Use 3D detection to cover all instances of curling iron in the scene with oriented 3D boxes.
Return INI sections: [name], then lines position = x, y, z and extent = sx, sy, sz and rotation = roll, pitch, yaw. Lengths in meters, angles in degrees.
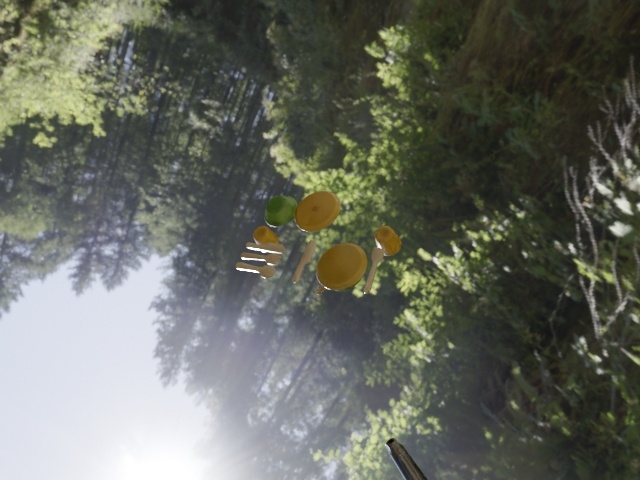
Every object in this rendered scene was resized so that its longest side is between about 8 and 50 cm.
[curling iron]
position = 0.168, 0.352, 0.717
extent = 0.274, 0.068, 0.035
rotation = 54, -136, 0

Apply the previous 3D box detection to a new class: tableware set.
[tableware set]
position = 0.000, 0.000, 0.549
extent = 0.154, 0.024, 0.104
rotation = 7, -119, 30
